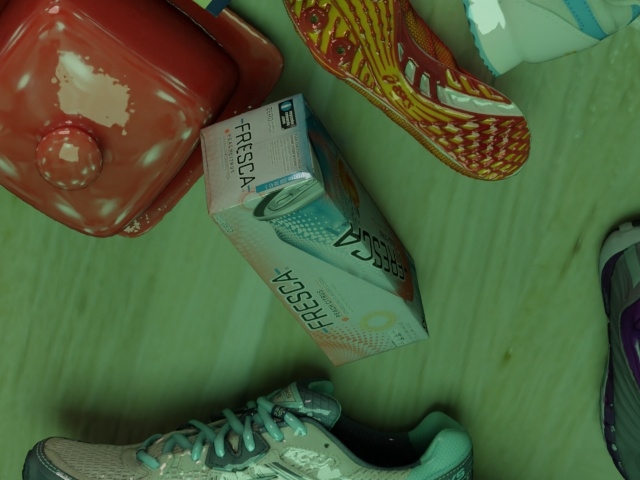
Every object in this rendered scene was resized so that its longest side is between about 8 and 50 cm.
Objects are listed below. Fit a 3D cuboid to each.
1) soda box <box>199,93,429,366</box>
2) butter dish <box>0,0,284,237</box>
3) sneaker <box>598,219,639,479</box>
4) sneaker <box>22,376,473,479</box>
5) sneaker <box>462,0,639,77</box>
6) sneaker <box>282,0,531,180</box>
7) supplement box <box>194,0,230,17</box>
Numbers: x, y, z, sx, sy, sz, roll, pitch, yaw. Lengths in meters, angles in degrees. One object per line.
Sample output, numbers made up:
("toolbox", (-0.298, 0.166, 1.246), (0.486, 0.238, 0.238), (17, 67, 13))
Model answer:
("soda box", (0.000, 0.000, 0.884), (0.063, 0.058, 0.183), (-19, 145, 14))
("butter dish", (-0.125, -0.067, 0.858), (0.160, 0.118, 0.160), (35, 118, -17))
("sneaker", (0.204, 0.101, 0.950), (0.083, 0.098, 0.223), (-12, 119, 10))
("sneaker", (-0.039, 0.136, 0.999), (0.283, 0.110, 0.122), (8, 110, -9))
("sneaker", (0.095, -0.193, 0.793), (0.092, 0.087, 0.228), (-16, 127, 11))
("sneaker", (0.039, -0.094, 0.866), (0.064, 0.067, 0.175), (-43, 95, -3))
("supplement box", (-0.060, -0.177, 0.823), (0.083, 0.056, 0.083), (35, 117, -16))
